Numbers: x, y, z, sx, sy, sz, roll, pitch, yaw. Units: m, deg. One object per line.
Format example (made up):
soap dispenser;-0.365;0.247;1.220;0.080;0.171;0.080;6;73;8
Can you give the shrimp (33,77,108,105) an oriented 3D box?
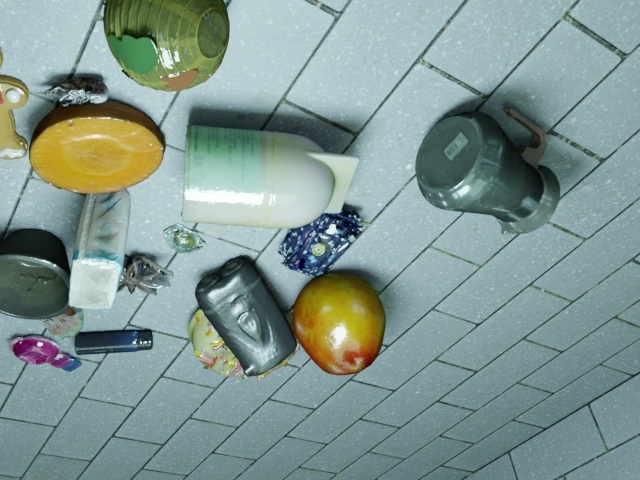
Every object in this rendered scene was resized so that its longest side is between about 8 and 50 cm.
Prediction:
shrimp;-0.552;-0.326;1.461;0.165;0.065;0.056;-10;161;2

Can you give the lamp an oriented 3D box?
lamp;-0.319;-0.420;1.285;0.284;0.250;0.250;18;144;23

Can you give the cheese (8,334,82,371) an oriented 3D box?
cheese;-0.904;0.374;2.173;0.155;0.062;0.244;-31;134;24

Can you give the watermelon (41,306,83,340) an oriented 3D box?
watermelon;-0.803;0.232;2.035;0.187;0.071;0.139;-30;127;34

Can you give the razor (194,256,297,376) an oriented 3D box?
razor;-0.221;0.231;1.979;0.204;0.113;0.349;-31;108;-9

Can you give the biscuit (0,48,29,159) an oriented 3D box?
biscuit;-0.762;-0.315;1.457;0.216;0.047;0.339;8;136;-18

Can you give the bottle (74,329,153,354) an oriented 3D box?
bottle;-0.670;0.331;2.152;0.245;0.072;0.082;-2;178;-8

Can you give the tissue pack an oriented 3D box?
tissue pack;-0.562;0.018;1.682;0.124;0.271;0.201;11;135;-21

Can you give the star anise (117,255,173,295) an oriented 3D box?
star anise;-0.533;0.097;1.914;0.263;0.081;0.230;-16;138;25

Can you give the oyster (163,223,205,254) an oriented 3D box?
oyster;-0.386;-0.007;1.867;0.098;0.037;0.100;-24;117;-9

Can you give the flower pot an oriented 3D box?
flower pot;-0.786;0.076;1.793;0.269;0.166;0.269;-3;136;-2

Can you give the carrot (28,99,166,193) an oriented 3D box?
carrot;-0.524;-0.215;1.566;0.307;0.100;0.258;-3;140;-8

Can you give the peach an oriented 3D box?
peach;0.062;0.258;2.006;0.308;0.332;0.307;-9;132;-11

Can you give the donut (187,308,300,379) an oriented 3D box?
donut;-0.252;0.335;2.165;0.371;0.150;0.307;9;135;-19

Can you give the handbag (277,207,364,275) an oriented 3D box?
handbag;0.000;0.000;1.870;0.162;0.113;0.260;19;124;-35

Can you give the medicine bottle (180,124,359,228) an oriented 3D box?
medicine bottle;-0.125;-0.147;1.596;0.407;0.235;0.235;3;137;-12

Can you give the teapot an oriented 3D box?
teapot;0.437;-0.181;1.673;0.344;0.253;0.300;21;99;-37
